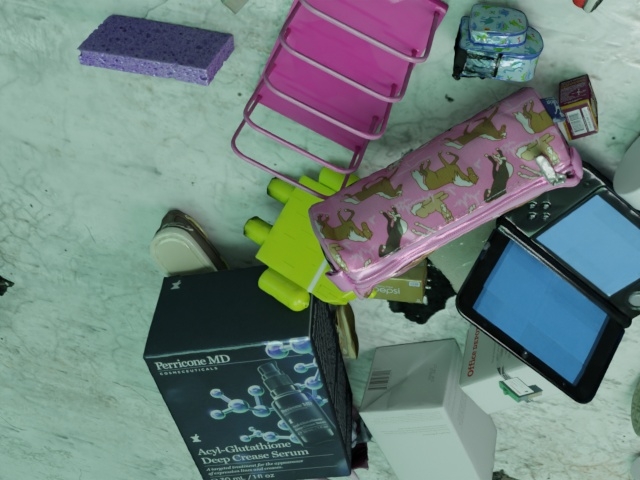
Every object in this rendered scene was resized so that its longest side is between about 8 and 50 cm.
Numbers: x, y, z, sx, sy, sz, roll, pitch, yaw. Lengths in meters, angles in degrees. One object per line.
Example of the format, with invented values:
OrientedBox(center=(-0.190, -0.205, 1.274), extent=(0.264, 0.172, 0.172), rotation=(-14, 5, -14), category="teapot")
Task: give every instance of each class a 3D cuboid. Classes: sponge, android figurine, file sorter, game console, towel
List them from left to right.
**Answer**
OrientedBox(center=(-0.251, -0.295, 1.221), extent=(0.210, 0.117, 0.031), rotation=(11, 134, 10), category="sponge")
OrientedBox(center=(0.000, 0.000, 1.329), extent=(0.273, 0.248, 0.056), rotation=(33, -177, 28), category="android figurine")
OrientedBox(center=(0.015, -0.229, 1.142), extent=(0.202, 0.182, 0.290), rotation=(27, 133, -5), category="file sorter")
OrientedBox(center=(0.316, -0.002, 1.331), extent=(0.282, 0.049, 0.187), rotation=(-26, 116, 33), category="towel")
OrientedBox(center=(0.400, 0.069, 1.213), extent=(0.293, 0.173, 0.250), rotation=(36, 131, -13), category="game console")

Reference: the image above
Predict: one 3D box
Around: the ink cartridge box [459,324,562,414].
OrientedBox(center=(0.369, 0.199, 1.411), extent=(0.219, 0.160, 0.092), rotation=(-28, 117, 36), category="ink cartridge box")

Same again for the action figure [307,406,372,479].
OrientedBox(center=(-0.060, 0.488, 1.753), extent=(0.370, 0.275, 0.248), rotation=(-21, 127, 17), category="action figure")

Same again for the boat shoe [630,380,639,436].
OrientedBox(center=(0.696, 0.199, 1.292), extent=(0.156, 0.186, 0.500), rotation=(16, 138, -2), category="boat shoe")

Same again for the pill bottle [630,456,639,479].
OrientedBox(center=(0.696, 0.507, 1.616), extent=(0.086, 0.086, 0.152), rotation=(-24, 119, 34), category="pill bottle")

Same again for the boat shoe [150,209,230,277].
OrientedBox(center=(-0.222, 0.084, 1.557), extent=(0.117, 0.096, 0.324), rotation=(-21, 123, 14), category="boat shoe")

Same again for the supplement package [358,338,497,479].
OrientedBox(center=(0.224, 0.368, 1.595), extent=(0.175, 0.177, 0.292), rotation=(-11, 124, 26), category="supplement package")

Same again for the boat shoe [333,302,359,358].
OrientedBox(center=(0.044, 0.181, 1.579), extent=(0.048, 0.056, 0.153), rotation=(0, 137, 13), category="boat shoe")

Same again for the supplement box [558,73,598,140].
OrientedBox(center=(0.366, -0.189, 1.124), extent=(0.043, 0.083, 0.055), rotation=(-15, 124, 28), category="supplement box")

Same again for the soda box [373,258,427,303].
OrientedBox(center=(0.102, 0.066, 1.453), extent=(0.182, 0.061, 0.058), rotation=(5, 131, 14), category="soda box")

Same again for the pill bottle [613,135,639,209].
OrientedBox(center=(0.571, -0.044, 1.127), extent=(0.283, 0.160, 0.160), rotation=(32, 132, -10), category="pill bottle")

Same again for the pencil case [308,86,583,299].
OrientedBox(center=(0.170, -0.064, 1.126), extent=(0.386, 0.167, 0.160), rotation=(-28, 90, 5), category="pencil case")

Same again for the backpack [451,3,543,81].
OrientedBox(center=(0.245, -0.268, 1.083), extent=(0.115, 0.105, 0.084), rotation=(11, 133, 3), category="backpack")

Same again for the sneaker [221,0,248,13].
OrientedBox(center=(-0.081, -0.436, 1.046), extent=(0.121, 0.108, 0.302), rotation=(34, 133, -17), category="sneaker")

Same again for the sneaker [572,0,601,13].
OrientedBox(center=(0.335, -0.416, 0.948), extent=(0.118, 0.107, 0.278), rotation=(23, 133, 25), category="sneaker")

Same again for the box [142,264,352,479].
OrientedBox(center=(-0.115, 0.258, 1.493), extent=(0.294, 0.212, 0.395), rotation=(-8, 128, 9), category="box")
